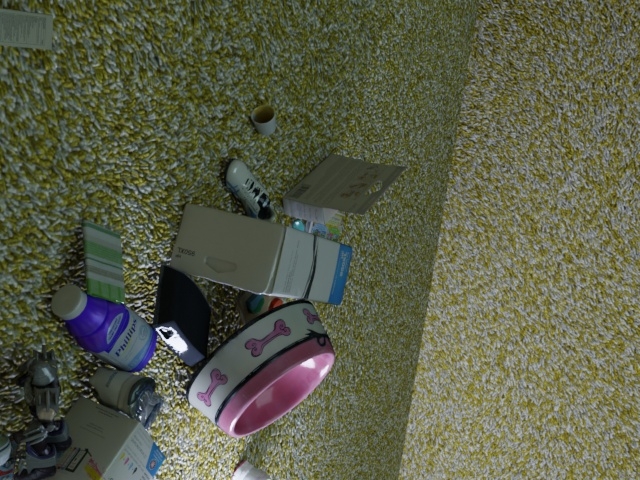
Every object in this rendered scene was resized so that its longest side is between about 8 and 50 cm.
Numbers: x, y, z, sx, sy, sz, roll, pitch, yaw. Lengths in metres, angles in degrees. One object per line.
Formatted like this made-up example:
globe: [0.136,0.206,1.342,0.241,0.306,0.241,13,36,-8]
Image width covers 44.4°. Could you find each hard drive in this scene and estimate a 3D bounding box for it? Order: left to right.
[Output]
hard drive: [-0.314,0.176,1.818,0.254,0.054,0.172,69,20,-59]

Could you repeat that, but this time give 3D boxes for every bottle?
bottle: [-0.438,0.176,1.597,0.118,0.092,0.283,-68,154,-21]

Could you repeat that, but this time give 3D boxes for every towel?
towel: [-0.431,0.045,1.549,0.113,0.023,0.152,32,45,-61]

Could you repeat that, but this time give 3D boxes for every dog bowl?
dog bowl: [-0.136,0.343,2.021,0.408,0.150,0.408,-35,158,-16]

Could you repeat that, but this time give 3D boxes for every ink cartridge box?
ink cartridge box: [-0.470,0.479,1.607,0.232,0.168,0.171,-57,150,-32]
ink cartridge box: [-0.133,0.041,1.924,0.395,0.285,0.166,17,86,-65]
ink cartridge box: [0.074,-0.144,2.276,0.296,0.261,0.066,-46,141,-45]

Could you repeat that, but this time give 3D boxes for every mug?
mug: [-0.137,-0.306,1.998,0.078,0.062,0.064,-55,156,-24]

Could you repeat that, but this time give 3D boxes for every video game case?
video game case: [0.000,0.000,2.477,0.227,0.026,0.206,13,91,-64]

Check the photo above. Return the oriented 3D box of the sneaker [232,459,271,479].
sneaker: [-0.207,0.798,2.378,0.103,0.111,0.252,-32,132,-55]

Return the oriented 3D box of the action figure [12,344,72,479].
action figure: [-0.518,0.319,1.443,0.185,0.099,0.285,-101,-162,-52]

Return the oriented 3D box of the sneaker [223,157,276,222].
sneaker: [-0.174,-0.125,1.987,0.085,0.086,0.237,-62,150,-22]

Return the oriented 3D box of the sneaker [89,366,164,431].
sneaker: [-0.423,0.348,1.712,0.297,0.129,0.111,100,16,-55]

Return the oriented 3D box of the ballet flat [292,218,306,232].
ballet flat: [-0.061,-0.031,2.331,0.041,0.041,0.114,-55,148,-36]

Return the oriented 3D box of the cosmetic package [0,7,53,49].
cosmetic package: [-0.492,-0.344,1.272,0.115,0.041,0.060,-15,116,-62]

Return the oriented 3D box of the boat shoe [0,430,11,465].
boat shoe: [-0.631,0.337,1.279,0.302,0.109,0.094,9,93,-62]

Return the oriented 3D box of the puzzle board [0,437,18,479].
puzzle board: [-0.618,0.427,1.462,0.128,0.011,0.096,-2,105,-64]

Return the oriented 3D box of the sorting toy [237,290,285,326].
sorting toy: [-0.159,0.184,2.235,0.208,0.038,0.193,-52,146,-41]
